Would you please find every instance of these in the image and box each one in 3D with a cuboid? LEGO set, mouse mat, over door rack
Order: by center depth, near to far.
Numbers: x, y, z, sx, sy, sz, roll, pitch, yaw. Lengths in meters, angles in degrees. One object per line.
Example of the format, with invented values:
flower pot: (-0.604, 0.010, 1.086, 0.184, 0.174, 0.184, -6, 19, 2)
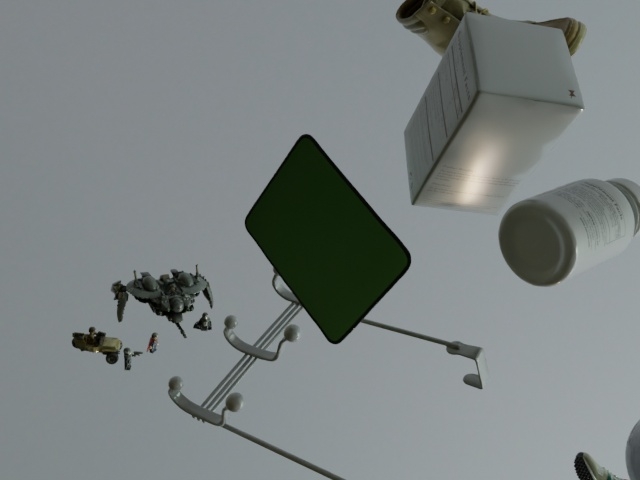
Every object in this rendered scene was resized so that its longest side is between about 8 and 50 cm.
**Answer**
LEGO set: (-0.076, 0.028, 0.311, 0.054, 0.083, 0.023, 10, -68, -1)
mouse mat: (0.000, 0.000, 0.727, 0.189, 0.007, 0.152, 51, -54, 19)
over door rack: (0.009, 0.154, 0.802, 0.325, 0.239, 0.108, 21, -40, 28)

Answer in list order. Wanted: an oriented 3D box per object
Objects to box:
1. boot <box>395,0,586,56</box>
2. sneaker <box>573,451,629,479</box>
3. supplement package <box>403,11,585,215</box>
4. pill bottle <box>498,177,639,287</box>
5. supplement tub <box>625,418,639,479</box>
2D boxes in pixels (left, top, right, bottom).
boot: (0.255, -0.334, 1.049, 0.203, 0.095, 0.262, 36, -14, -25)
sneaker: (0.569, 0.479, 1.333, 0.161, 0.075, 0.057, 59, -15, 7)
supplement package: (0.164, -0.120, 0.681, 0.105, 0.105, 0.179, 7, -32, -12)
pill bottle: (0.388, -0.023, 1.011, 0.131, 0.229, 0.131, 29, -53, 46)
supplement tub: (0.332, 0.175, 0.549, 0.117, 0.116, 0.190, 17, -20, 15)
